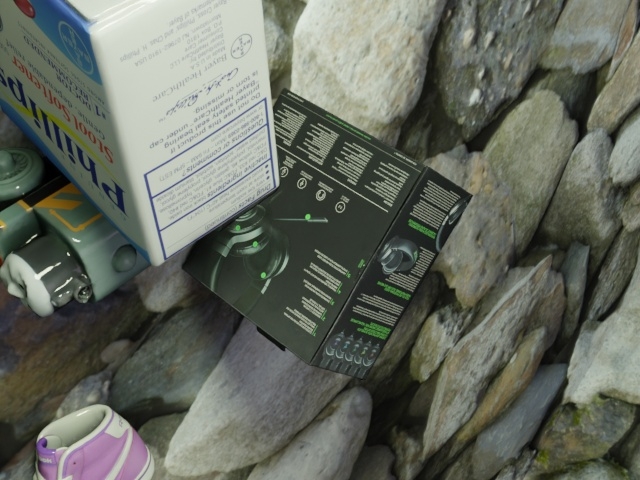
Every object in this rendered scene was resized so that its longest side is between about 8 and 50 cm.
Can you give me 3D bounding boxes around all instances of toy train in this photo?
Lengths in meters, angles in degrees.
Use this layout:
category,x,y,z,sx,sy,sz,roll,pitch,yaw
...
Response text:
category,x,y,z,sx,sy,sz,roll,pitch,yaw
toy train,-0.199,-0.052,1.117,0.334,0.190,0.142,-35,139,-28

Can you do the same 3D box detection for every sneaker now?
category,x,y,z,sx,sy,sz,roll,pitch,yaw
sneaker,-0.335,0.318,1.332,0.282,0.102,0.161,-52,143,-25

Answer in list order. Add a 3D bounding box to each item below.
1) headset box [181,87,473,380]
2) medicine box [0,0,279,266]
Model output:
category,x,y,z,sx,sy,sz,roll,pitch,yaw
headset box,0.000,0.000,1.345,0.131,0.246,0.283,25,96,-54
medicine box,-0.179,-0.171,0.944,0.149,0.263,0.289,-35,149,-22
